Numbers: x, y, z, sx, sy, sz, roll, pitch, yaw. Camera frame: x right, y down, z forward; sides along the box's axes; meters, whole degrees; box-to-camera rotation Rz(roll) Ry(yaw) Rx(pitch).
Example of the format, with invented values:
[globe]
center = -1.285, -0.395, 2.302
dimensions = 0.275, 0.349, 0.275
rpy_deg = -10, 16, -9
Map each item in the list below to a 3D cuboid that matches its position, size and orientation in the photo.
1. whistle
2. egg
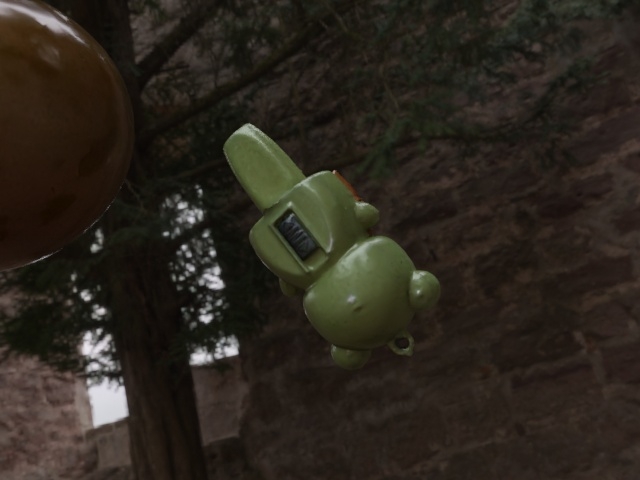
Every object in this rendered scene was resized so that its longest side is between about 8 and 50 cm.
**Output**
[whistle]
center = 0.000, 0.000, 0.749
dimensions = 0.131, 0.288, 0.106
rpy_deg = -44, -16, 18
[egg]
center = -0.358, -0.104, 0.739
dimensions = 0.351, 0.282, 0.282
rpy_deg = -13, -19, 11
